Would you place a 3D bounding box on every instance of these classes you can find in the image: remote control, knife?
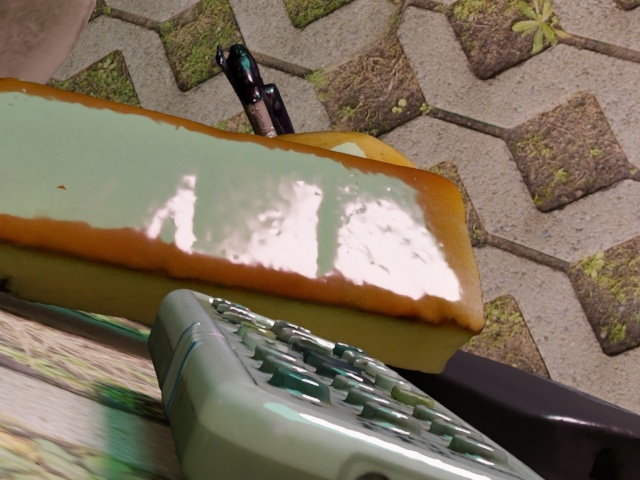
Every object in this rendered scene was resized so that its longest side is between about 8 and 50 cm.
[{"bbox_3d":[-0.005,0.077,0.572,0.128,0.065,0.335,19,0,-9],"label":"remote control"},{"bbox_3d":[-0.018,-0.036,1.443,0.043,0.365,0.089,-20,13,11],"label":"knife"}]

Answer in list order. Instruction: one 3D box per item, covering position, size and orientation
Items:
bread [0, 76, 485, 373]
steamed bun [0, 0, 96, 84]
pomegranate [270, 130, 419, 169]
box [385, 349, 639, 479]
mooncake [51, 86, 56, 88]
[{"bbox_3d":[-0.075,-0.008,0.915,0.361,0.077,0.138,12,47,-18],"label":"bread"},{"bbox_3d":[-0.329,-0.185,1.064,0.206,0.324,0.324,43,2,6],"label":"steamed bun"},{"bbox_3d":[0.004,0.004,1.296,0.233,0.233,0.233,21,0,0],"label":"pomegranate"},{"bbox_3d":[0.172,0.144,1.052,0.290,0.073,0.289,21,0,-36],"label":"box"},{"bbox_3d":[-0.208,-0.051,1.465,0.290,0.161,0.290,20,2,-1],"label":"mooncake"}]
